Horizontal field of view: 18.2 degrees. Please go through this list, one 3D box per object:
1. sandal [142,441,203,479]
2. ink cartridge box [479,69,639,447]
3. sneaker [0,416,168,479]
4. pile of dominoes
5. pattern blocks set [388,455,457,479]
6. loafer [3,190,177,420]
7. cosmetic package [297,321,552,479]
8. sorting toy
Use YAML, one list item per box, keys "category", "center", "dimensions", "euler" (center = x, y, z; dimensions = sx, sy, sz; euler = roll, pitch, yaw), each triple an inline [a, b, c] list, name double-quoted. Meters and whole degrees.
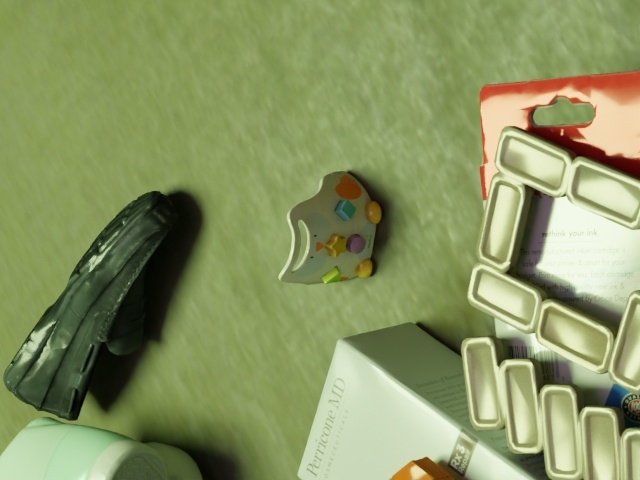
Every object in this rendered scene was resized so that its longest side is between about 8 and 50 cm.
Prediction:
- category: "sandal"
  center: [-0.074, 0.347, 1.507]
  dimensions: [0.169, 0.102, 0.416]
  euler: [-34, 59, 42]
- category: "ink cartridge box"
  center: [0.177, 0.013, 1.227]
  dimensions: [0.134, 0.078, 0.231]
  euler: [-1, 96, 42]
- category: "sneaker"
  center: [-0.215, 0.262, 1.536]
  dimensions: [0.151, 0.094, 0.256]
  euler: [16, 84, 46]
- category: "pile of dominoes"
  center: [0.188, 0.062, 1.164]
  dimensions: [0.251, 0.040, 0.196]
  euler: [29, 115, 42]
- category: "pattern blocks set"
  center: [0.087, 0.283, 1.280]
  dimensions: [0.325, 0.026, 0.285]
  euler: [8, 102, 45]
- category: "loafer"
  center: [-0.168, 0.054, 1.574]
  dimensions: [0.078, 0.076, 0.223]
  euler: [34, 118, -7]
- category: "cosmetic package"
  center: [0.099, 0.162, 1.323]
  dimensions: [0.231, 0.085, 0.117]
  euler: [32, 118, 34]
- category: "sorting toy"
  center: [0.000, 0.000, 1.394]
  dimensions: [0.045, 0.075, 0.083]
  euler: [23, 113, 39]
